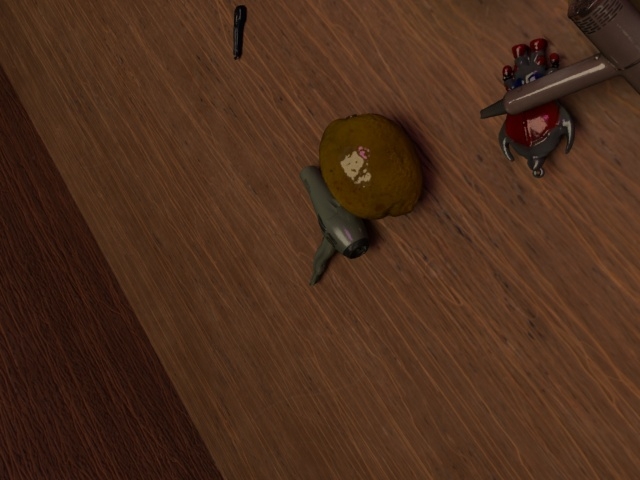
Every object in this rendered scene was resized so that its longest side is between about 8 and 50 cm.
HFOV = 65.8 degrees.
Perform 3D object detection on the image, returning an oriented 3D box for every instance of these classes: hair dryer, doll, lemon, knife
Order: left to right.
[{"bbox_3d":[-0.190,-0.482,1.151,0.031,0.018,0.121,33,128,36],"label":"knife"},{"bbox_3d":[-0.007,-0.037,1.098,0.267,0.092,0.229,-39,68,56],"label":"hair dryer"},{"bbox_3d":[0.089,-0.130,0.886,0.170,0.170,0.207,-27,91,48],"label":"lemon"},{"bbox_3d":[0.307,-0.187,0.716,0.104,0.062,0.194,-4,94,29],"label":"doll"},{"bbox_3d":[0.322,-0.184,0.634,0.195,0.053,0.220,34,145,-17],"label":"hair dryer"}]

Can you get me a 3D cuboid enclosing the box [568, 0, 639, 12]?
[{"bbox_3d":[0.376,-0.311,0.574,0.177,0.111,0.111,25,122,43],"label":"box"}]
